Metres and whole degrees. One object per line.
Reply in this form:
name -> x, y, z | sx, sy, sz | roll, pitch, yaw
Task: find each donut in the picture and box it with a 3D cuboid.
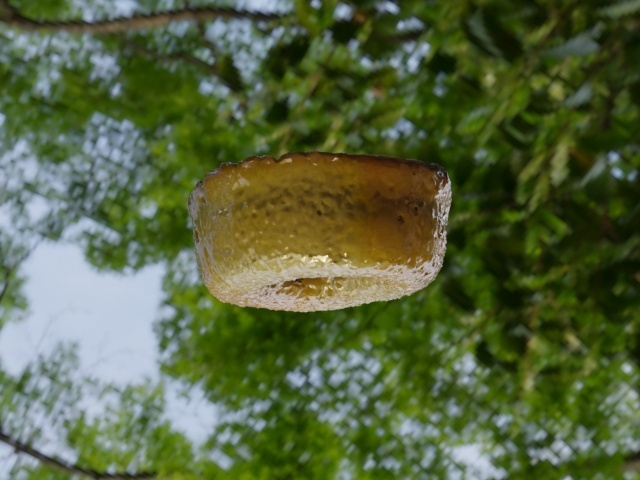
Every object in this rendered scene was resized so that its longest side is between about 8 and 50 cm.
donut -> 0.000, 0.000, 0.840 | 0.152, 0.152, 0.058 | 5, -104, -27
